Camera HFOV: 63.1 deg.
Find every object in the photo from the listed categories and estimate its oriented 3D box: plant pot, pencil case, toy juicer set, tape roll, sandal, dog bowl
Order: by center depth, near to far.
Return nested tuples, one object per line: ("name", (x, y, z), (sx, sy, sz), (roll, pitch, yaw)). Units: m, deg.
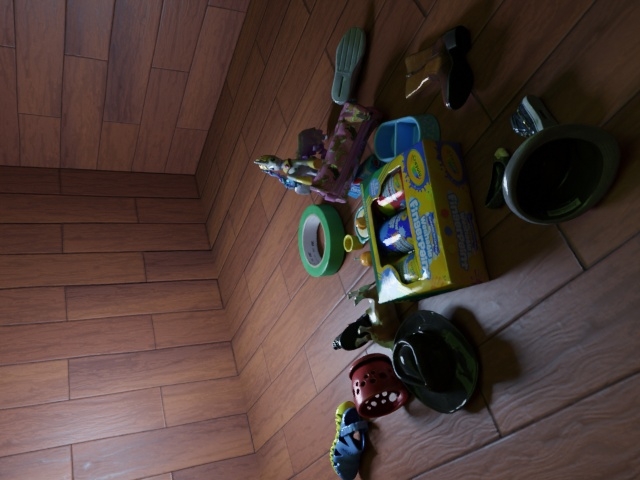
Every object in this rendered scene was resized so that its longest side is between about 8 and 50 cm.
("dog bowl", (0.288, -0.348, 1.809), (0.297, 0.074, 0.166), (6, 96, 62))
("plant pot", (0.197, 0.518, 1.879), (0.174, 0.191, 0.191), (-115, 36, -44))
("pencil case", (0.095, -0.328, 1.964), (0.160, 0.167, 0.386), (24, 92, 22))
("toy juicer set", (0.190, -0.044, 1.979), (0.209, 0.089, 0.329), (60, 140, 42))
("sandal", (0.123, 0.822, 2.098), (0.138, 0.126, 0.317), (10, 101, 57))
("tape roll", (0.000, 0.000, 2.329), (0.321, 0.077, 0.321), (14, 106, 62))

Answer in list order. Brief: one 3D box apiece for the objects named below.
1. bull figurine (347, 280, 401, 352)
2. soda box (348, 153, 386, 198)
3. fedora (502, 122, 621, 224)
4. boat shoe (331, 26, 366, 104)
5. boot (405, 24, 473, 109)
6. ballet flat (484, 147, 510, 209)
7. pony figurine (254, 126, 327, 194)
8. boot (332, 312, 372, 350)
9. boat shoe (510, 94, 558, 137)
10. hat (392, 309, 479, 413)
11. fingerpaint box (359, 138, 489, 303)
("bull figurine", (0.213, 0.290, 1.871), (0.101, 0.188, 0.310), (111, 153, -57))
("soda box", (0.168, -0.246, 2.015), (0.210, 0.067, 0.071), (-41, 32, 55))
("fedora", (0.550, -0.173, 1.226), (0.124, 0.243, 0.275), (-80, -8, -52))
("boat shoe", (0.111, -0.699, 2.099), (0.094, 0.109, 0.302), (-38, -34, -72))
("boot", (0.351, -0.511, 1.667), (0.280, 0.096, 0.264), (-10, 82, 62))
("ballet flat", (0.496, -0.172, 1.457), (0.057, 0.049, 0.173), (19, 107, 59))
("pony figurine", (-0.054, -0.322, 2.221), (0.363, 0.351, 0.303), (17, 110, 41))
("boot", (0.114, 0.373, 2.001), (0.091, 0.263, 0.229), (52, 136, 7))
("boat shoe", (0.557, -0.282, 1.339), (0.083, 0.065, 0.183), (117, 145, -53))
("hat", (0.318, 0.382, 1.621), (0.331, 0.134, 0.331), (-1, 89, 48))
("fingerpaint box", (0.311, -0.044, 1.679), (0.371, 0.163, 0.445), (-29, 66, 58))
